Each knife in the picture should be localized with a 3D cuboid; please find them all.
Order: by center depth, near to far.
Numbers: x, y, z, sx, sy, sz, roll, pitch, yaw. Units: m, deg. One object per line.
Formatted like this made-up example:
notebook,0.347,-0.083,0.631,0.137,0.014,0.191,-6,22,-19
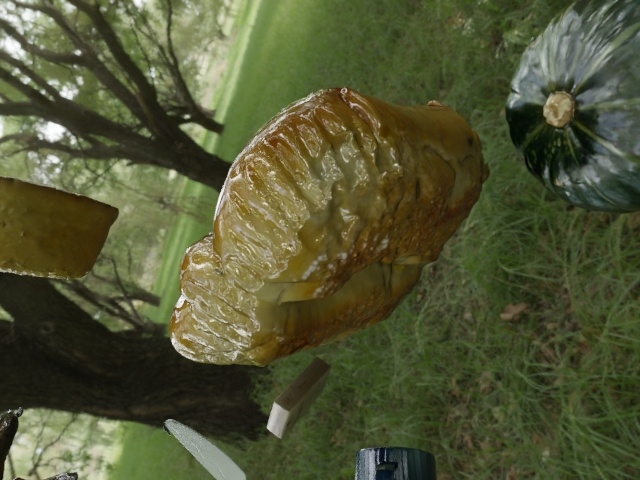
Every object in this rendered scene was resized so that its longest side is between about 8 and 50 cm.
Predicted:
knife,-0.169,0.446,0.984,0.081,0.336,0.043,-22,25,24

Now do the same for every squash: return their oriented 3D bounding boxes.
squash,0.277,-0.129,0.487,0.218,0.172,0.218,47,152,35

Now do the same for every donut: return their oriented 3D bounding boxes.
donut,-0.410,-0.020,0.677,0.277,0.277,0.109,173,109,-72

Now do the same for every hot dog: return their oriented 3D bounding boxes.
hot dog,0.000,0.000,0.625,0.365,0.196,0.368,-18,-37,-57

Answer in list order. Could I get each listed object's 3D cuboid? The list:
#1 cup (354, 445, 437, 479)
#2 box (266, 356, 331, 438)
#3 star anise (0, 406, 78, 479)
cup,0.101,0.337,0.668,0.150,0.113,0.138,116,161,-57
box,-0.023,0.176,0.598,0.083,0.024,0.053,-34,-31,-46
star anise,-0.379,0.298,0.528,0.103,0.271,0.272,102,174,-53
